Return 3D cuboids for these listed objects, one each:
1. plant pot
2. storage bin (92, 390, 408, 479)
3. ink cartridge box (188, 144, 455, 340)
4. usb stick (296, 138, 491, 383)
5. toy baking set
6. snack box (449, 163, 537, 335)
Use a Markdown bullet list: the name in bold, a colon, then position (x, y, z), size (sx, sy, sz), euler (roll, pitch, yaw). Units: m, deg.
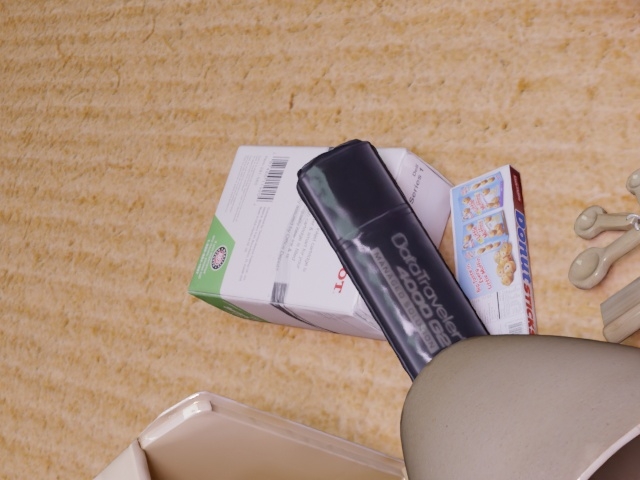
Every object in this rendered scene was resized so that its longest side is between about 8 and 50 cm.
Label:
- **plant pot**: position (0.168, 0.166, 0.810), size (0.256, 0.256, 0.274), euler (-56, 26, 2)
- **storage bin**: position (-0.013, 0.269, 0.881), size (0.123, 0.260, 0.262), euler (-42, 45, 22)
- **ink cartridge box**: position (0.000, 0.000, 1.142), size (0.219, 0.092, 0.160), euler (6, 72, 43)
- **usb stick**: position (0.073, 0.041, 0.998), size (0.077, 0.045, 0.278), euler (-28, 75, -11)
- **toy baking set**: position (0.276, -0.040, 0.921), size (0.256, 0.030, 0.197), euler (-52, 26, 3)
- **snack box**: position (0.146, 0.022, 1.047), size (0.064, 0.022, 0.178), euler (-23, 53, 33)
